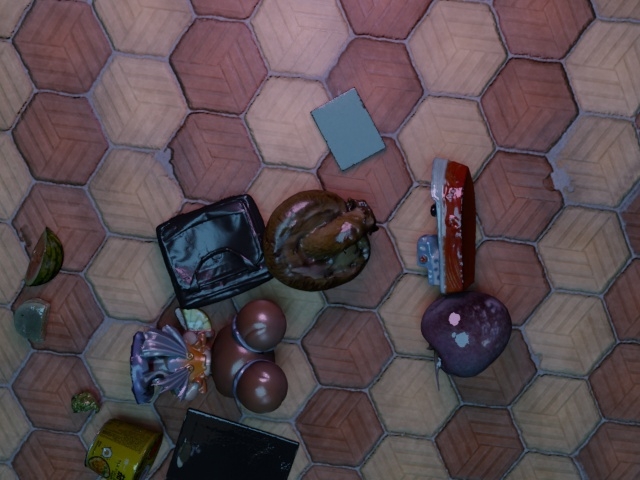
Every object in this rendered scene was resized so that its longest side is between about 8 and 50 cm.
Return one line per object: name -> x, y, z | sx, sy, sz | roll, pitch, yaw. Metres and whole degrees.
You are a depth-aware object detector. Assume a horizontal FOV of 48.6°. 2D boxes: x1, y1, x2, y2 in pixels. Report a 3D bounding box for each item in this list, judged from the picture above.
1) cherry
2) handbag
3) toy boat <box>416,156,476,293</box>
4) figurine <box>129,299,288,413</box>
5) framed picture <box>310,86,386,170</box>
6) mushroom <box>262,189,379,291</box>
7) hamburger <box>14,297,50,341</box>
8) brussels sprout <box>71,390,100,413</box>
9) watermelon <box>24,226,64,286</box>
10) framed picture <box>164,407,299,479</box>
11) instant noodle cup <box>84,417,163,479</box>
cherry -> 0.361, 0.235, 1.785 | 0.266, 0.183, 0.213 | -33, 108, -9
handbag -> -0.262, 0.028, 1.781 | 0.275, 0.088, 0.244 | -19, 87, 2
toy boat -> 0.307, -0.040, 1.758 | 0.133, 0.145, 0.332 | 4, 102, 29
figurine -> -0.276, 0.297, 1.789 | 0.388, 0.248, 0.277 | -1, 77, -1
framed picture -> 0.069, -0.277, 1.765 | 0.128, 0.023, 0.168 | -28, 100, 7
mushroom -> 0.007, -0.006, 1.733 | 0.283, 0.195, 0.263 | -19, 109, 12
hamburger -> -0.765, 0.209, 1.864 | 0.084, 0.054, 0.121 | 12, 109, -3
brussels sprout -> -0.636, 0.438, 1.908 | 0.085, 0.058, 0.085 | -4, 135, -4
watermelon -> -0.706, 0.060, 1.838 | 0.069, 0.087, 0.163 | 16, 107, -40
framed picture -> -0.247, 0.617, 1.958 | 0.323, 0.013, 0.244 | 19, 101, -2
instant noodle cup -> -0.524, 0.563, 1.877 | 0.144, 0.182, 0.182 | 23, 101, 6
